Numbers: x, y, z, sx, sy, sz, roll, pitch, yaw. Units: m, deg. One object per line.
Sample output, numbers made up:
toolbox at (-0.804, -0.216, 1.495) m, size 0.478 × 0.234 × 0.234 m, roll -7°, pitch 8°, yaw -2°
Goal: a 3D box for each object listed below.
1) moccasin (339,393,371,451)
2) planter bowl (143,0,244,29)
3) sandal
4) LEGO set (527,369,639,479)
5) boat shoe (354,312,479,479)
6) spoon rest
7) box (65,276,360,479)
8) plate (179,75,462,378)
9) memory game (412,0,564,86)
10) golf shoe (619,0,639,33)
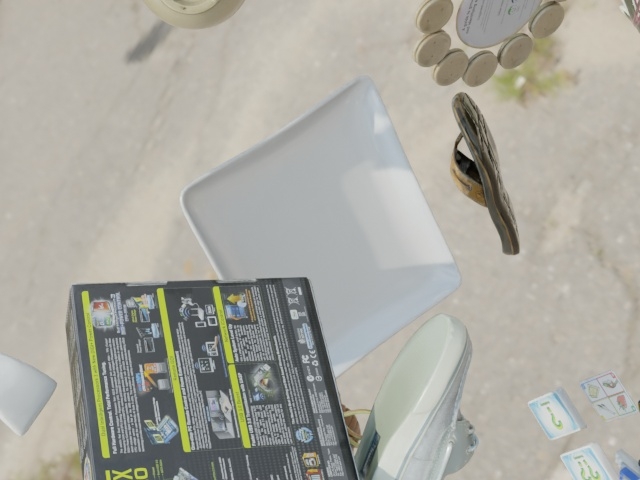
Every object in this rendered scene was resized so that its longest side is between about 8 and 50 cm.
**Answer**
moccasin at (-0.014, 0.225, 1.660) m, size 0.147 × 0.139 × 0.380 m, roll -61°, pitch 1°, yaw 8°
planter bowl at (-0.170, -0.353, 1.955) m, size 0.162 × 0.162 × 0.109 m, roll -54°, pitch 10°, yaw 11°
sandal at (0.196, -0.077, 1.848) m, size 0.060 × 0.219 × 0.090 m, roll -15°, pitch 25°, yaw 15°
LEGO set at (0.296, 0.226, 1.482) m, size 0.060 × 0.182 × 0.244 m, roll -30°, pitch -5°, yaw -23°
boat shoe at (0.086, 0.168, 1.240) m, size 0.079 × 0.081 × 0.227 m, roll -119°, pitch 49°, yaw -65°
spoon rest at (-0.338, 0.127, 1.290) m, size 0.276 × 0.084 × 0.137 m, roll -10°, pitch 40°, yaw 48°
box at (-0.091, 0.154, 1.228) m, size 0.060 × 0.216 × 0.270 m, roll 107°, pitch 155°, yaw -48°
plate at (0.000, 0.000, 1.632) m, size 0.278 × 0.277 × 0.045 m, roll -35°, pitch 20°, yaw -27°
memory game at (0.154, -0.207, 1.271) m, size 0.186 × 0.186 × 0.012 m, roll -51°, pitch 55°, yaw 18°
golf shoe at (0.455, -0.349, 2.020) m, size 0.120 × 0.273 × 0.105 m, roll 34°, pitch 77°, yaw 23°
